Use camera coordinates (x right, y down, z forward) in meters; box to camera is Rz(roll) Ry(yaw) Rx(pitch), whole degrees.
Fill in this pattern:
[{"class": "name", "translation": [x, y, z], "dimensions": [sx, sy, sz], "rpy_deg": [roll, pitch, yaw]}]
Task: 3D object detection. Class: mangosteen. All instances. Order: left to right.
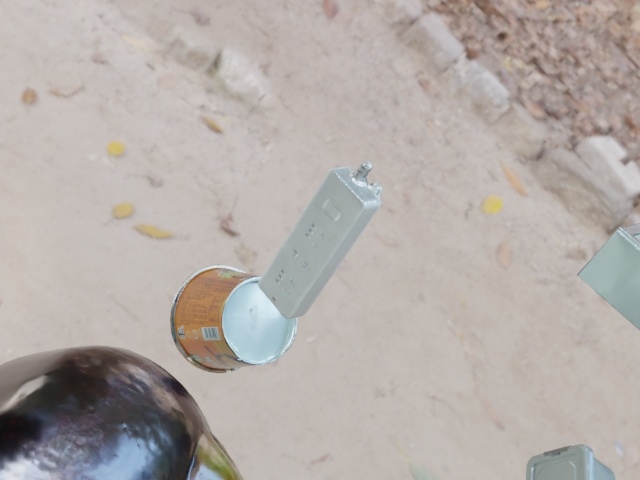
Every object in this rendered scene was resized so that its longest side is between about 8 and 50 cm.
[{"class": "mangosteen", "translation": [-0.244, 0.320, 1.012], "dimensions": [0.435, 0.382, 0.382], "rpy_deg": [38, 33, 11]}]

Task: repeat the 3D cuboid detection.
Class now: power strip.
[{"class": "power strip", "translation": [0.000, 0.000, 1.619], "dimensions": [0.058, 0.338, 0.098], "rpy_deg": [-11, 52, -49]}]

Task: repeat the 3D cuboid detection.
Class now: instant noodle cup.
[{"class": "instant noodle cup", "translation": [-0.164, 0.159, 1.933], "dimensions": [0.230, 0.182, 0.230], "rpy_deg": [3, 85, -32]}]

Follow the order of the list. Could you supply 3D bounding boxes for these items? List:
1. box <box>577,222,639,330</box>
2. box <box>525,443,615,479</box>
[{"class": "box", "translation": [0.459, 0.048, 1.312], "dimensions": [0.129, 0.086, 0.225], "rpy_deg": [45, 24, 20]}, {"class": "box", "translation": [0.377, 0.402, 1.420], "dimensions": [0.093, 0.124, 0.172], "rpy_deg": [31, 51, -28]}]
